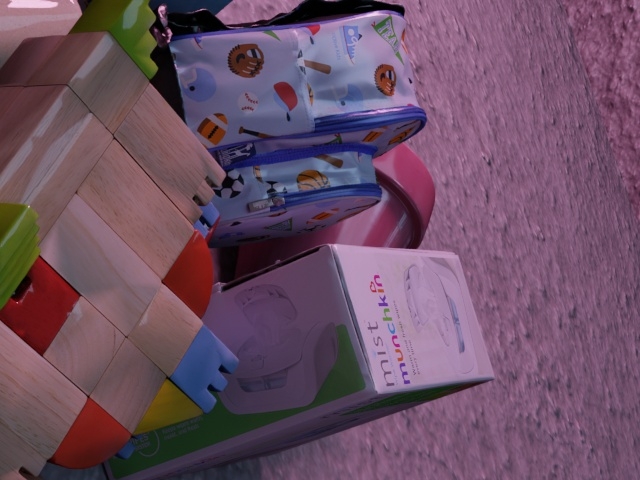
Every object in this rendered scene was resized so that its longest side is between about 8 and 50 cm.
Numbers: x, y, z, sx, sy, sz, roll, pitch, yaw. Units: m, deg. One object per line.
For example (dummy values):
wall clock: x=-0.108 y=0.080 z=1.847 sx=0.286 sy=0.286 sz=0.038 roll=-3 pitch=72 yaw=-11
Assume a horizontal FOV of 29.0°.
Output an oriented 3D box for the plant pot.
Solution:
plant pot: x=0.000 y=0.000 z=1.265 sx=0.201 sy=0.201 sz=0.180 roll=47 pitch=49 yaw=-34

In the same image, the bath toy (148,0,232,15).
bath toy: x=-0.174 y=-0.369 z=1.202 sx=0.129 sy=0.151 sz=0.348 roll=27 pitch=30 yaw=-51

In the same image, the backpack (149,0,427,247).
backpack: x=-0.041 y=-0.106 z=1.082 sx=0.276 sy=0.263 sz=0.213 roll=176 pitch=-105 yaw=-75

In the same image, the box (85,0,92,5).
box: x=-0.161 y=-0.191 z=1.254 sx=0.169 sy=0.054 sz=0.059 roll=57 pitch=28 yaw=-17

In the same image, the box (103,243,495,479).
box: x=-0.025 y=0.102 z=1.044 sx=0.231 sy=0.262 sz=0.127 roll=4 pitch=66 yaw=-61

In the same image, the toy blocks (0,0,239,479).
toy blocks: x=-0.172 y=0.053 z=0.848 sx=0.261 sy=0.190 sz=0.381 roll=51 pitch=58 yaw=-37

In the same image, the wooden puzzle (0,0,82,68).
wooden puzzle: x=-0.341 y=-0.281 z=0.876 sx=0.322 sy=0.080 sz=0.348 roll=-14 pitch=80 yaw=-46
